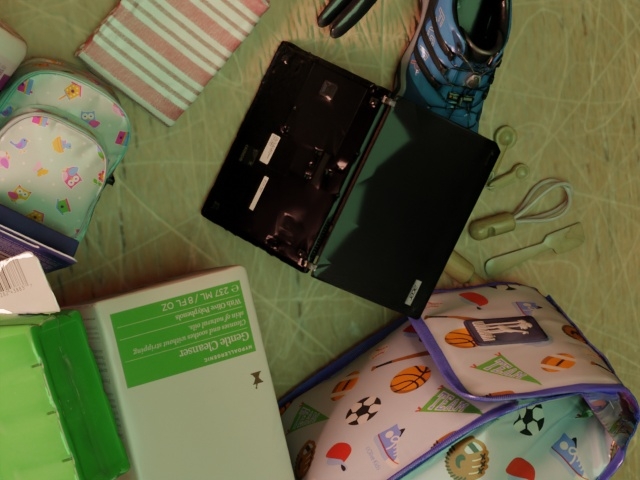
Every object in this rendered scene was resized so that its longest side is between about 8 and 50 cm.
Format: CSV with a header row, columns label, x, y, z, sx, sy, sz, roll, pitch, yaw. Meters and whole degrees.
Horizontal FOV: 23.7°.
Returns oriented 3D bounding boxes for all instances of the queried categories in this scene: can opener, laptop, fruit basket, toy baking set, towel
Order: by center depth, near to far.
label,x,y,z,sx,sy,sz,roll,pitch,yaw
fruit basket,-0.393,0.209,1.667,0.353,0.165,0.327,-18,91,29
towel,-0.169,-0.245,1.759,0.144,0.029,0.197,38,94,-23
can opener,0.066,-0.315,1.796,0.186,0.059,0.073,-44,140,9
laptop,0.034,-0.071,1.810,0.136,0.264,0.234,17,100,-61
toy baking set,0.221,-0.030,1.936,0.256,0.030,0.197,42,91,-23

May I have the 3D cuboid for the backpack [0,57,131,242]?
label,x,y,z,sx,sy,sz,roll,pitch,yaw
backpack,-0.301,-0.103,1.698,0.166,0.144,0.188,26,94,-16

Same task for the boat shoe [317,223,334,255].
label,x,y,z,sx,sy,sz,roll,pitch,yaw
boat shoe,0.000,0.000,1.864,0.049,0.056,0.152,-46,111,-3

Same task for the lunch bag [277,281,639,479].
label,x,y,z,sx,sy,sz,roll,pitch,yaw
lunch bag,0.159,0.223,1.822,0.385,0.328,0.239,-34,115,2

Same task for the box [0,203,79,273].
label,x,y,z,sx,sy,sz,roll,pitch,yaw
box,-0.351,-0.005,1.669,0.136,0.225,0.036,27,73,-22

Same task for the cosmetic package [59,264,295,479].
label,x,y,z,sx,sy,sz,roll,pitch,yaw
cosmetic package,-0.157,0.228,1.764,0.197,0.155,0.365,-16,93,-28

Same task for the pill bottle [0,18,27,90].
label,x,y,z,sx,sy,sz,roll,pitch,yaw
pill bottle,-0.462,-0.136,1.621,0.169,0.169,0.301,36,93,-23

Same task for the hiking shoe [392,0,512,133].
label,x,y,z,sx,sy,sz,roll,pitch,yaw
hiking shoe,0.158,-0.210,1.808,0.113,0.132,0.304,1,104,-15
